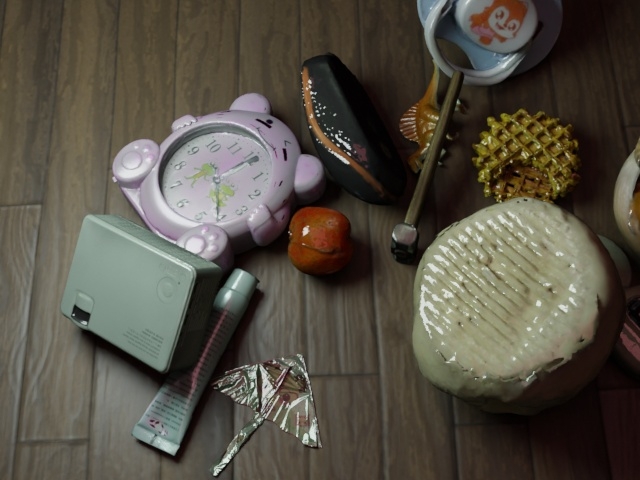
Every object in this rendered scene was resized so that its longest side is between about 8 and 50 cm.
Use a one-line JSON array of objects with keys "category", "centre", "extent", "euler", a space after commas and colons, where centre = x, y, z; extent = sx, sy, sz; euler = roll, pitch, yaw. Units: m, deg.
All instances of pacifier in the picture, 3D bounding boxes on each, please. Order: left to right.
[{"category": "pacifier", "centre": [0.303, -0.442, 1.947], "extent": [0.244, 0.299, 0.233], "euler": [-48, 23, 19]}]

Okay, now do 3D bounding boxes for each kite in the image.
[{"category": "kite", "centre": [-0.098, 0.289, 1.701], "extent": [0.229, 0.012, 0.250], "euler": [31, 71, 18]}]

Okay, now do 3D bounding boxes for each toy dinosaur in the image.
[{"category": "toy dinosaur", "centre": [0.201, -0.227, 1.919], "extent": [0.142, 0.057, 0.212], "euler": [-27, 54, 7]}]

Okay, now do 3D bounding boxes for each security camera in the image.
[{"category": "security camera", "centre": [0.499, 0.097, 1.726], "extent": [0.157, 0.080, 0.301], "euler": [-34, 64, -12]}]

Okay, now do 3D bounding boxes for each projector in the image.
[{"category": "projector", "centre": [-0.298, 0.085, 1.701], "extent": [0.257, 0.099, 0.192], "euler": [24, 102, 28]}]

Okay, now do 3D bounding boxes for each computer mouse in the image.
[{"category": "computer mouse", "centre": [0.045, -0.192, 1.834], "extent": [0.116, 0.183, 0.323], "euler": [-32, 61, 16]}]

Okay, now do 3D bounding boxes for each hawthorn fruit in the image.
[{"category": "hawthorn fruit", "centre": [0.000, 0.000, 1.777], "extent": [0.128, 0.128, 0.128], "euler": [-1, 64, 3]}]

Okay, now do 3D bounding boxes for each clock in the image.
[{"category": "clock", "centre": [-0.176, -0.105, 1.840], "extent": [0.322, 0.113, 0.295], "euler": [-34, 67, -13]}]

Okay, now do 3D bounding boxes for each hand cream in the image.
[{"category": "hand cream", "centre": [-0.203, 0.196, 1.724], "extent": [0.085, 0.058, 0.331], "euler": [23, 68, 13]}]

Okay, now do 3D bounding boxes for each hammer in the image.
[{"category": "hammer", "centre": [0.197, -0.137, 1.813], "extent": [0.043, 0.111, 0.365], "euler": [16, 73, 11]}]

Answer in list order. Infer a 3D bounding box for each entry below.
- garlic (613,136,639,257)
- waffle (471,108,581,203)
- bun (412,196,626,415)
[{"category": "garlic", "centre": [0.655, -0.086, 1.732], "extent": [0.313, 0.249, 0.286], "euler": [28, 51, -5]}, {"category": "waffle", "centre": [0.375, -0.148, 1.851], "extent": [0.193, 0.070, 0.197], "euler": [-12, 64, -3]}, {"category": "bun", "centre": [0.313, 0.119, 1.645], "extent": [0.360, 0.211, 0.359], "euler": [-6, 62, 12]}]
